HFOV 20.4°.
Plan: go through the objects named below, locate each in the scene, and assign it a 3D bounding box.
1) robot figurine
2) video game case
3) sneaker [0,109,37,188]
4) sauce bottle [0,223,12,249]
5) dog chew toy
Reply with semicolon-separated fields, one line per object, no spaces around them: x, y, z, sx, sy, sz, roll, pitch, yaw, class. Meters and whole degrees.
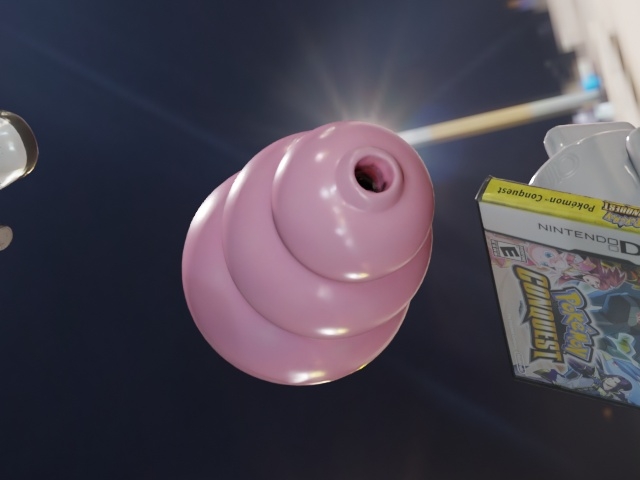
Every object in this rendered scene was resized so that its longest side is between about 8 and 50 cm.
0.348;0.017;1.986;0.353;0.200;0.300;-109;16;-44;robot figurine
0.280;0.066;1.651;0.035;0.248;0.275;-59;-31;-33;video game case
-0.439;-0.071;1.892;0.145;0.270;0.090;-37;-62;-52;sneaker
-0.367;-0.024;1.805;0.042;0.128;0.042;-33;-44;-39;sauce bottle
0.000;0.000;1.496;0.332;0.207;0.206;127;136;-66;dog chew toy
